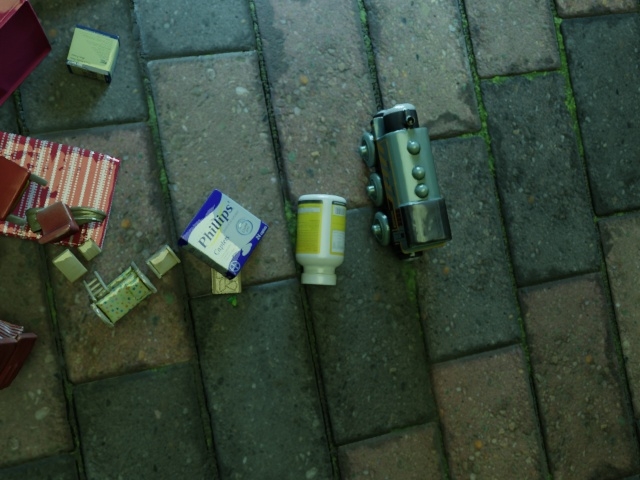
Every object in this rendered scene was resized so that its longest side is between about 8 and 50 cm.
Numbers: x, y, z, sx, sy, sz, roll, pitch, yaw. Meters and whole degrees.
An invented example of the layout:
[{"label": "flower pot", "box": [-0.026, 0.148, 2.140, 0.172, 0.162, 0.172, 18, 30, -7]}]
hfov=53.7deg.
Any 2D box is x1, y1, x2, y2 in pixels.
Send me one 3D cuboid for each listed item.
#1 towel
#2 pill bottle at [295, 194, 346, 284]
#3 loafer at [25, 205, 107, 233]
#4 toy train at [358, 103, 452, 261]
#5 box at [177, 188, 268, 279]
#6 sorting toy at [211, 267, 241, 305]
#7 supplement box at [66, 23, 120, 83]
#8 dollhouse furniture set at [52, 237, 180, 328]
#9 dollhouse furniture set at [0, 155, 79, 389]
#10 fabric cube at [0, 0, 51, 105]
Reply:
[{"label": "towel", "box": [-0.549, -0.097, 1.235, 0.274, 0.031, 0.199, 11, 82, -15]}, {"label": "pill bottle", "box": [0.000, 0.000, 1.326, 0.103, 0.103, 0.184, 4, 86, -14]}, {"label": "loafer", "box": [-0.484, -0.037, 1.206, 0.147, 0.056, 0.050, -2, 85, -6]}, {"label": "toy train", "box": [0.180, -0.121, 1.332, 0.142, 0.190, 0.334, -9, 89, -15]}, {"label": "box", "box": [-0.199, -0.011, 1.288, 0.137, 0.072, 0.126, 35, 73, -9]}, {"label": "sorting toy", "box": [-0.196, 0.095, 1.318, 0.061, 0.012, 0.084, -2, 84, -17]}, {"label": "supplement box", "box": [-0.452, -0.371, 1.260, 0.083, 0.056, 0.083, 13, 83, -13]}, {"label": "dollhouse furniture set", "box": [-0.384, 0.043, 1.211, 0.182, 0.101, 0.161, -41, 111, -12]}, {"label": "dollhouse furniture set", "box": [-0.567, 0.058, 1.090, 0.201, 0.152, 0.374, 28, 87, 1]}, {"label": "fabric cube", "box": [-0.679, -0.369, 1.106, 0.258, 0.254, 0.259, 39, 78, -11]}]
